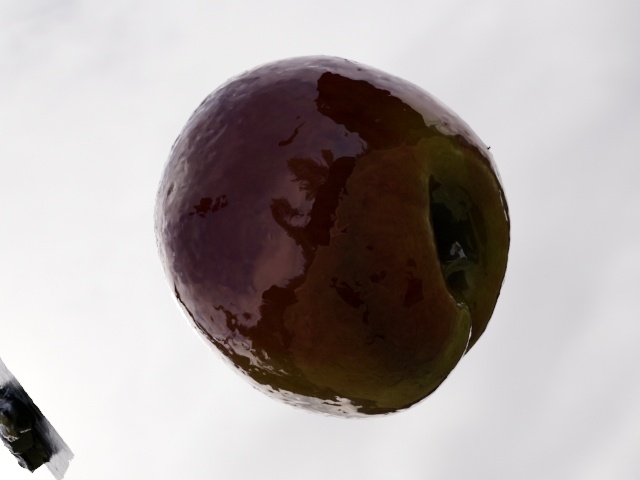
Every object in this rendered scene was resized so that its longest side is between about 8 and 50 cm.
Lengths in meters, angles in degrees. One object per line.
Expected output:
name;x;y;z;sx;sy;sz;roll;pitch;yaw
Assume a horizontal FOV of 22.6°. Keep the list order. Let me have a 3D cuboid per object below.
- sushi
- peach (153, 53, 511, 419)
sushi;-0.273;0.156;1.390;0.031;0.139;0.201;-36;-6;-20
peach;0.000;0.000;1.162;0.238;0.281;0.281;-25;-41;-48
